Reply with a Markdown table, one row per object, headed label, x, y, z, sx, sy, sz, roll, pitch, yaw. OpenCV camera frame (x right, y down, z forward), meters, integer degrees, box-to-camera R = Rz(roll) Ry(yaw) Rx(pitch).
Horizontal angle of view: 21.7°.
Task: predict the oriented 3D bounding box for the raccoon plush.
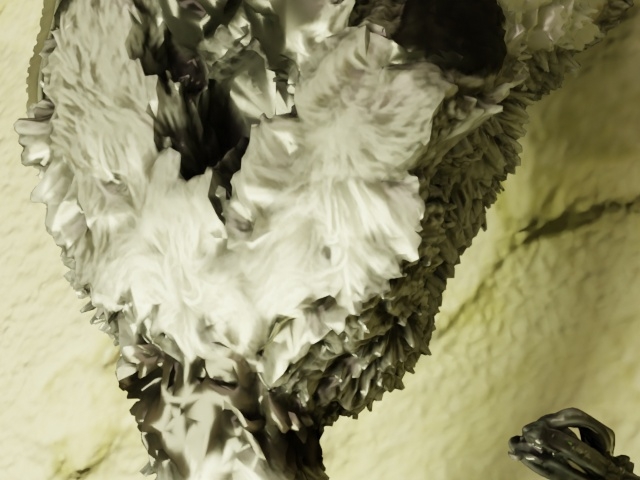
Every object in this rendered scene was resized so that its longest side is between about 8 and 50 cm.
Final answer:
| label | x | y | z | sx | sy | sz | roll | pitch | yaw |
| --- | --- | --- | --- | --- | --- | --- | --- | --- | --- |
| raccoon plush | 0.000 | 0.000 | 0.854 | 0.216 | 0.299 | 0.446 | 27 | 109 | 22 |

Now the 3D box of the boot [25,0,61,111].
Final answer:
| label | x | y | z | sx | sy | sz | roll | pitch | yaw |
| --- | --- | --- | --- | --- | --- | --- | --- | --- | --- |
| boot | -0.094 | -0.144 | 1.092 | 0.208 | 0.076 | 0.190 | -13 | 69 | 29 |

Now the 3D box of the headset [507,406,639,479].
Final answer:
| label | x | y | z | sx | sy | sz | roll | pitch | yaw |
| --- | --- | --- | --- | --- | --- | --- | --- | --- | --- |
| headset | 0.053 | 0.272 | 0.734 | 0.243 | 0.185 | 0.394 | 18 | 70 | 42 |
